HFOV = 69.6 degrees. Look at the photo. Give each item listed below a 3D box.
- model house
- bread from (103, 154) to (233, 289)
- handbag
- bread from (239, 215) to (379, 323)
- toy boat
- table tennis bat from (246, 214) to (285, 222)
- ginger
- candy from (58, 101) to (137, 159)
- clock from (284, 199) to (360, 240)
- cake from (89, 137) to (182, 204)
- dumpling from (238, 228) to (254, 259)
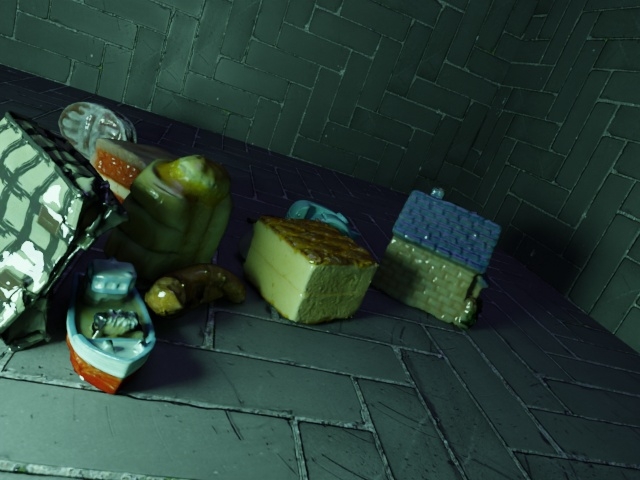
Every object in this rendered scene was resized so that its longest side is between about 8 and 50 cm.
[{"bbox_3d":[0.460,0.022,1.690,0.396,0.399,0.445,23,18,15],"label":"model house"},{"bbox_3d":[-0.370,-0.067,1.133,0.210,0.341,0.301,34,26,15],"label":"bread"},{"bbox_3d":[-0.538,-0.026,0.847,0.327,0.325,0.163,36,5,33],"label":"handbag"},{"bbox_3d":[-0.031,0.077,1.297,0.279,0.206,0.279,3,24,-46],"label":"bread"},{"bbox_3d":[-0.386,0.138,0.855,0.145,0.133,0.332,9,22,-35],"label":"toy boat"},{"bbox_3d":[-0.193,-0.074,1.845,0.235,0.022,0.131,3,26,-46],"label":"table tennis bat"},{"bbox_3d":[-0.294,0.113,1.068,0.133,0.106,0.309,8,7,20],"label":"ginger"},{"bbox_3d":[-0.857,-0.417,1.790,0.290,0.214,0.157,25,15,5],"label":"candy"},{"bbox_3d":[0.000,0.000,1.518,0.275,0.223,0.094,14,20,-22],"label":"clock"},{"bbox_3d":[-0.529,-0.156,1.383,0.309,0.236,0.230,28,16,27],"label":"cake"},{"bbox_3d":[-0.193,0.007,1.444,0.108,0.127,0.188,30,13,-14],"label":"dumpling"}]
